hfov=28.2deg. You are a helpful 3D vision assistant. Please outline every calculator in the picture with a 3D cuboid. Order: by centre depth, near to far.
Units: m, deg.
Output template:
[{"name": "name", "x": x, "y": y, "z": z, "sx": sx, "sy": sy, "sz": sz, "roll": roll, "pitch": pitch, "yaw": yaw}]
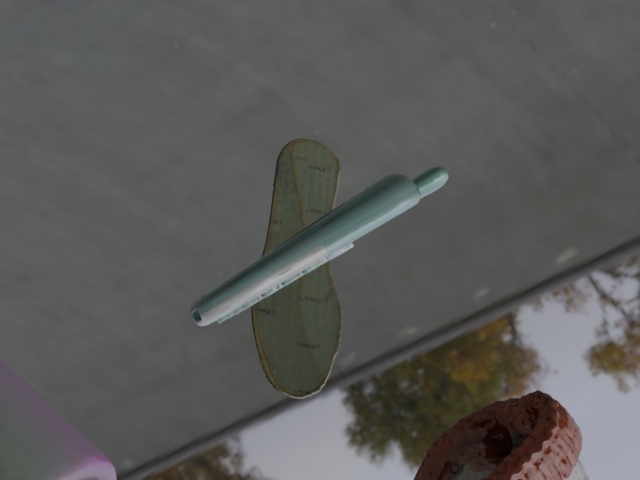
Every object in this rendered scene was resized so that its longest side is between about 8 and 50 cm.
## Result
[{"name": "calculator", "x": 0.000, "y": 0.000, "z": 1.244, "sx": 0.295, "sy": 0.042, "sz": 0.184, "roll": -31, "pitch": 180, "yaw": -24}]

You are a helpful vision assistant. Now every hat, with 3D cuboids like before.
[{"name": "hat", "x": 0.133, "y": 0.181, "z": 0.781, "sx": 0.112, "sy": 0.162, "sz": 0.093, "roll": -37, "pitch": -162, "yaw": -9}]

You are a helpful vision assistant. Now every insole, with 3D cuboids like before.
[{"name": "insole", "x": -0.024, "y": 0.029, "z": 1.615, "sx": 0.119, "sy": 0.348, "sz": 0.009, "roll": 10, "pitch": 158, "yaw": -14}]

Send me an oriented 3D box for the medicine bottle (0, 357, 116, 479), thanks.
[{"name": "medicine bottle", "x": -0.318, "y": 0.249, "z": 1.211, "sx": 0.219, "sy": 0.388, "sz": 0.219, "roll": -46, "pitch": 163, "yaw": -19}]
